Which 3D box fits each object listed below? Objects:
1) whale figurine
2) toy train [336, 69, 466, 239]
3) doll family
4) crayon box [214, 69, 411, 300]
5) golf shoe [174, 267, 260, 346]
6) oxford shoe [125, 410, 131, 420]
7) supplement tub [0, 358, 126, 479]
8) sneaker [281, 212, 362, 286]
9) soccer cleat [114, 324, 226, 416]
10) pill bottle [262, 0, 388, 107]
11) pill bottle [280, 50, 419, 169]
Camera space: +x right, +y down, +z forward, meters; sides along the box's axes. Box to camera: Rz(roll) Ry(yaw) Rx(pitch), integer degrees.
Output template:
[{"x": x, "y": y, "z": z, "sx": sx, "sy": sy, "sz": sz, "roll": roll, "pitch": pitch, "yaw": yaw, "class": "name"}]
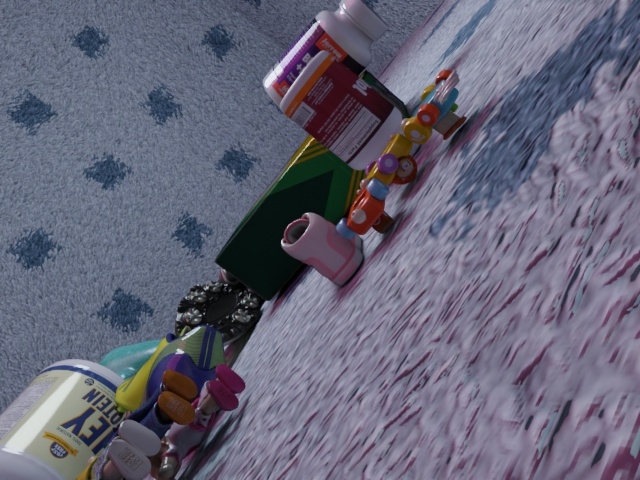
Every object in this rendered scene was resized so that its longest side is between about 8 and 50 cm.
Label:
[{"x": -0.372, "y": 0.264, "z": 1.289, "sx": 0.272, "sy": 0.141, "sz": 0.216, "roll": -40, "pitch": -12, "yaw": 18, "class": "whale figurine"}, {"x": 0.081, "y": -0.071, "z": 0.536, "sx": 0.166, "sy": 0.046, "sz": 0.125, "roll": -53, "pitch": 8, "yaw": 20, "class": "toy train"}, {"x": -0.170, "y": 0.196, "z": 0.503, "sx": 0.163, "sy": 0.118, "sz": 0.263, "roll": -50, "pitch": 8, "yaw": 17, "class": "doll family"}, {"x": 0.003, "y": -0.110, "z": 0.948, "sx": 0.313, "sy": 0.106, "sz": 0.363, "roll": -50, "pitch": 8, "yaw": 17, "class": "crayon box"}, {"x": -0.146, "y": 0.116, "z": 0.918, "sx": 0.273, "sy": 0.105, "sz": 0.120, "roll": -55, "pitch": -10, "yaw": -68, "class": "golf shoe"}, {"x": -0.276, "y": 0.271, "z": 1.039, "sx": 0.076, "sy": 0.076, "sz": 0.212, "roll": -9, "pitch": 34, "yaw": 13, "class": "oxford shoe"}, {"x": -0.490, "y": 0.397, "z": 1.075, "sx": 0.235, "sy": 0.235, "sz": 0.325, "roll": -48, "pitch": 9, "yaw": 30, "class": "supplement tub"}, {"x": 0.000, "y": 0.000, "z": 0.586, "sx": 0.051, "sy": 0.070, "sz": 0.134, "roll": -54, "pitch": 6, "yaw": 6, "class": "sneaker"}, {"x": -0.188, "y": 0.175, "z": 0.767, "sx": 0.289, "sy": 0.093, "sz": 0.121, "roll": -30, "pitch": 42, "yaw": 56, "class": "soccer cleat"}, {"x": 0.010, "y": -0.280, "z": 0.924, "sx": 0.193, "sy": 0.108, "sz": 0.108, "roll": -45, "pitch": 10, "yaw": 21, "class": "pill bottle"}, {"x": 0.036, "y": -0.137, "z": 0.686, "sx": 0.086, "sy": 0.152, "sz": 0.086, "roll": -51, "pitch": 7, "yaw": 9, "class": "pill bottle"}]
